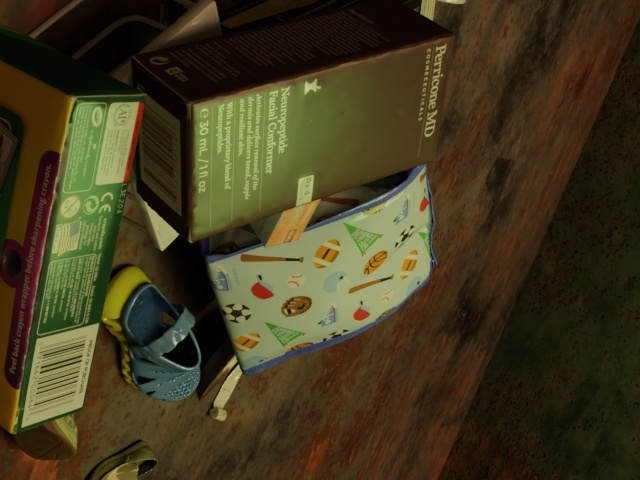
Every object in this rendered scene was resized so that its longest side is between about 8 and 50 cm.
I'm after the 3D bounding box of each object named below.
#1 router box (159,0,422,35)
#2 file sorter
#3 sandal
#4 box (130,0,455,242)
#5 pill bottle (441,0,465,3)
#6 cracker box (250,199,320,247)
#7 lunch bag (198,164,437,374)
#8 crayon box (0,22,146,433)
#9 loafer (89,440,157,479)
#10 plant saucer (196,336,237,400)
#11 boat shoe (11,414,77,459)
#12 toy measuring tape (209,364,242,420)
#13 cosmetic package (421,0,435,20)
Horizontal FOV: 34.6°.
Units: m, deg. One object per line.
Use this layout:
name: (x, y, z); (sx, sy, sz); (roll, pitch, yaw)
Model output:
router box: (-0.038, -0.312, 1.471); (0.309, 0.243, 0.081); (-35, 142, -42)
file sorter: (-0.233, -0.169, 1.329); (0.193, 0.173, 0.277); (-48, 149, -28)
sandal: (-0.249, 0.177, 1.648); (0.126, 0.138, 0.317); (-54, 153, -23)
box: (-0.029, -0.154, 1.249); (0.381, 0.143, 0.191); (-22, 133, -31)
pill bottle: (0.252, -0.570, 1.856); (0.146, 0.146, 0.264); (-24, 133, -51)
cracker box: (-0.084, -0.128, 1.476); (0.067, 0.232, 0.156); (-12, 148, -35)
lunch bag: (0.000, 0.000, 1.694); (0.385, 0.239, 0.328); (-18, 141, -4)
crayon box: (-0.356, -0.035, 1.078); (0.106, 0.313, 0.363); (-13, 125, -52)
loafer: (-0.340, 0.398, 1.773); (0.148, 0.050, 0.056); (-34, 141, -44)
plant saucer: (-0.166, 0.205, 1.860); (0.198, 0.036, 0.198); (-49, 177, -4)
boat shoe: (-0.414, 0.215, 1.453); (0.285, 0.104, 0.089); (86, 2, -52)
toy measuring tape: (-0.091, 0.220, 1.984); (0.330, 0.121, 0.121); (-61, 153, -5)
cosmetic package: (0.061, -0.352, 1.733); (0.296, 0.129, 0.153); (-36, 144, -43)
